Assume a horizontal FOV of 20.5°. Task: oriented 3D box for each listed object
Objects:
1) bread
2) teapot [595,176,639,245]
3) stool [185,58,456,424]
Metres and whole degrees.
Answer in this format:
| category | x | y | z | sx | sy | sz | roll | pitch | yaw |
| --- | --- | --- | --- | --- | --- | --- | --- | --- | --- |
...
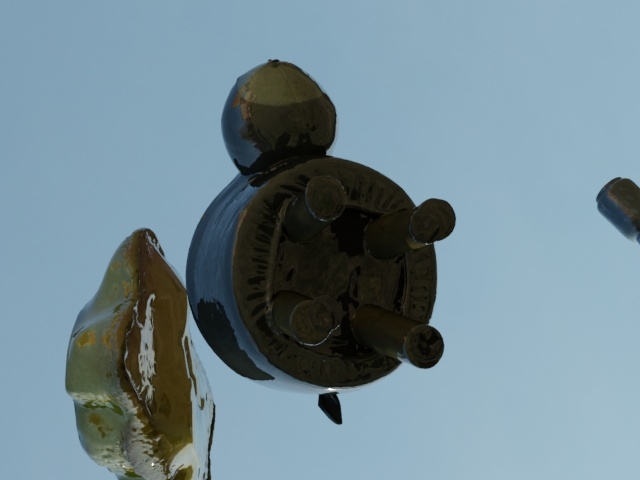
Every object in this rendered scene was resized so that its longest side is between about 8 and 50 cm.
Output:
| category | x | y | z | sx | sy | sz | roll | pitch | yaw |
| --- | --- | --- | --- | --- | --- | --- | --- | --- | --- |
| bread | -0.131 | 0.110 | 1.313 | 0.160 | 0.088 | 0.233 | -96 | -2 | -46 |
| teapot | 0.331 | -0.023 | 1.866 | 0.083 | 0.049 | 0.063 | 49 | 173 | 24 |
| stool | -0.008 | 0.003 | 1.148 | 0.153 | 0.139 | 0.228 | -37 | -78 | -22 |
